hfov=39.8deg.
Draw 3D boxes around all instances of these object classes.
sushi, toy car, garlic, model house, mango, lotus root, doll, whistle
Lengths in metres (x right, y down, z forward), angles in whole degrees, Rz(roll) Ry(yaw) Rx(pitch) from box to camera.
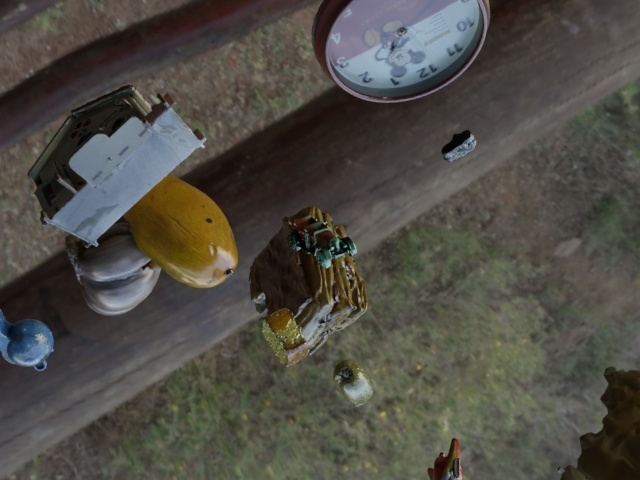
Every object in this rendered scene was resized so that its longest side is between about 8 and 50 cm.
[{"bbox_3d":[0.310,-0.208,1.984,0.083,0.044,0.046,-35,132,4],"label":"sushi"},{"bbox_3d":[0.000,0.000,1.539,0.073,0.143,0.054,-20,114,-23],"label":"toy car"},{"bbox_3d":[-0.426,0.075,1.858,0.191,0.160,0.213,-9,117,-9],"label":"garlic"},{"bbox_3d":[-0.409,-0.176,1.686,0.326,0.244,0.169,-42,127,2],"label":"model house"},{"bbox_3d":[-0.295,-0.038,1.792,0.187,0.359,0.144,-19,142,-33],"label":"mango"},{"bbox_3d":[0.080,0.331,2.046,0.077,0.090,0.183,-36,148,-7],"label":"lotus root"},{"bbox_3d":[0.264,0.497,1.805,0.057,0.169,0.109,20,119,-22],"label":"doll"},{"bbox_3d":[-0.509,0.160,1.516,0.090,0.090,0.157,-24,119,-13],"label":"whistle"}]

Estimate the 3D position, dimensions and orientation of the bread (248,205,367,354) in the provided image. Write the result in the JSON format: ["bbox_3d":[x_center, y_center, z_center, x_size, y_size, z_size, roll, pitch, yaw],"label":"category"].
[{"bbox_3d":[-0.030,0.117,2.101,0.192,0.314,0.370,3,147,-27],"label":"bread"}]

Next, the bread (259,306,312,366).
[{"bbox_3d":[-0.066,0.186,1.684,0.065,0.103,0.187,-27,167,-8],"label":"bread"}]

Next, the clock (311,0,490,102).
[{"bbox_3d":[0.142,-0.373,1.559,0.319,0.080,0.318,-9,144,-7],"label":"clock"}]

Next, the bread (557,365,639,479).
[{"bbox_3d":[0.387,0.233,0.742,0.424,0.329,0.245,-46,-177,-15],"label":"bread"}]
